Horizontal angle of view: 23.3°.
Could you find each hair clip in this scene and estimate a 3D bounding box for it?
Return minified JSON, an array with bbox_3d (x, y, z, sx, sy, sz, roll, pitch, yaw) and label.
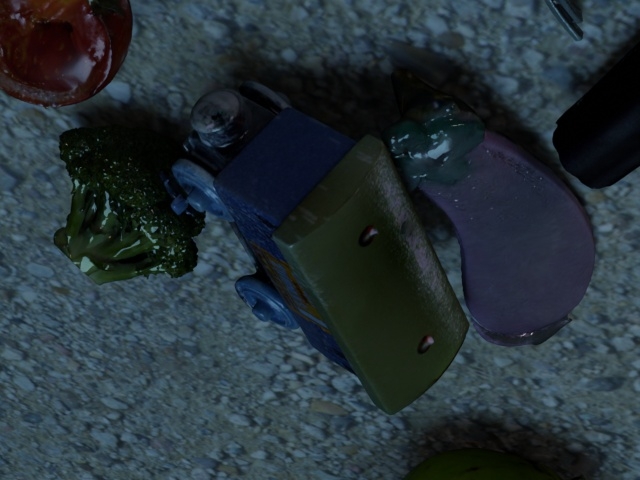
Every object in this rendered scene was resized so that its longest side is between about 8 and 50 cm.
[{"bbox_3d":[0.149,-0.017,1.296,0.095,0.110,0.359,24,160,43],"label":"hair clip"},{"bbox_3d":[0.165,-0.187,1.079,0.039,0.030,0.115,-8,140,28],"label":"hair clip"}]

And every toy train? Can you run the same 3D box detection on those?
[{"bbox_3d":[0.000,0.000,1.278,0.202,0.131,0.300,30,162,37],"label":"toy train"}]

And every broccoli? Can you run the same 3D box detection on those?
[{"bbox_3d":[-0.164,-0.028,1.353,0.146,0.138,0.162,41,174,45],"label":"broccoli"}]

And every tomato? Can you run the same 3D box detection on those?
[{"bbox_3d":[-0.203,-0.188,1.172,0.139,0.091,0.159,-15,111,30],"label":"tomato"}]

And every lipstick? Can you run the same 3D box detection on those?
[{"bbox_3d":[0.298,-0.158,1.029,0.077,0.077,0.418,26,143,-16],"label":"lipstick"}]

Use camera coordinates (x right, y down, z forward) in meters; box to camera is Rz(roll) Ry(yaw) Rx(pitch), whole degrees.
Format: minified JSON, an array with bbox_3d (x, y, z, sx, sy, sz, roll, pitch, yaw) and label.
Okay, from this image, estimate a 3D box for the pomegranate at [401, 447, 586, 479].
[{"bbox_3d":[0.146,0.361,1.673,0.340,0.260,0.260,-24,135,12],"label":"pomegranate"}]
